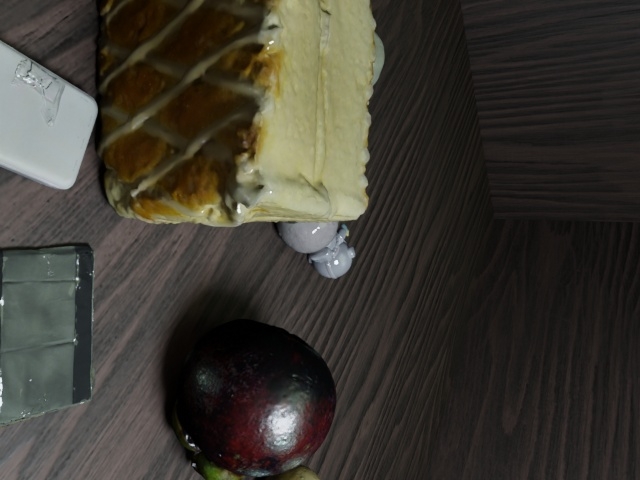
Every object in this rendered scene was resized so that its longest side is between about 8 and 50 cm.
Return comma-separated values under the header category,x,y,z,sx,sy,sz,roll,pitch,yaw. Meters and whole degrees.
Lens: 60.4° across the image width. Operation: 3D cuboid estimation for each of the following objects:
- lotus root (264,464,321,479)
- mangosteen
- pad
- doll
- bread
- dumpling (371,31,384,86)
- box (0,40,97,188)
category,x,y,z,sx,sy,sz,roll,pitch,yaw
lotus root,-0.101,0.620,1.169,0.342,0.151,0.169,-35,122,-58
mangosteen,-0.122,0.291,0.979,0.300,0.300,0.301,-9,100,-60
pad,-0.384,0.125,0.752,0.174,0.022,0.233,-4,94,-60
doll,0.000,0.000,1.314,0.287,0.150,0.151,55,46,-52
bread,-0.133,-0.203,0.824,0.279,0.389,0.372,2,93,-53
dumpling,0.103,-0.492,1.468,0.162,0.132,0.250,0,78,-52
box,-0.404,-0.173,0.666,0.285,0.044,0.142,32,67,-58
